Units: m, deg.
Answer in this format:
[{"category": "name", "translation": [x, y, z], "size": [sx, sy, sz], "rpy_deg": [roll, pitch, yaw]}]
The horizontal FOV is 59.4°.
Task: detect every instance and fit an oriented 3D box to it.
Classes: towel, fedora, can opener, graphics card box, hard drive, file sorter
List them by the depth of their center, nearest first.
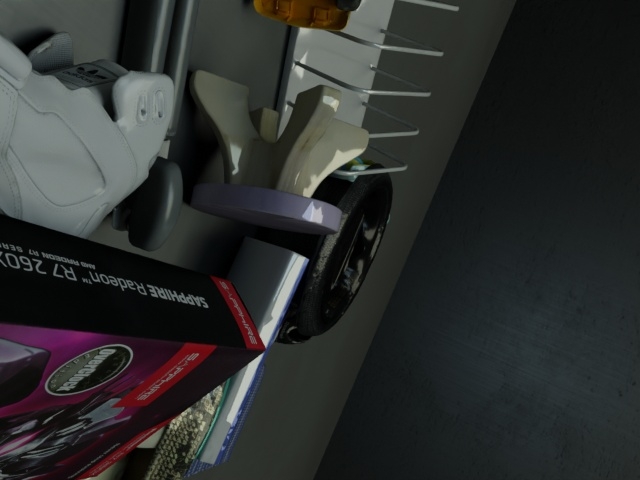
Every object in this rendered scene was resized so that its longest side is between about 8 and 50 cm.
[{"category": "graphics card box", "translation": [-0.227, 0.097, 0.398], "size": [0.233, 0.094, 0.371], "rpy_deg": [-37, 154, 11]}, {"category": "can opener", "translation": [-0.170, -0.131, 0.598], "size": [0.074, 0.093, 0.280], "rpy_deg": [-26, 131, -64]}, {"category": "file sorter", "translation": [0.068, -0.257, 0.888], "size": [0.193, 0.173, 0.277], "rpy_deg": [-11, 127, -40]}, {"category": "hard drive", "translation": [-0.138, 0.155, 0.889], "size": [0.210, 0.040, 0.318], "rpy_deg": [14, -101, 63]}, {"category": "fedora", "translation": [0.000, 0.000, 1.022], "size": [0.334, 0.153, 0.334], "rpy_deg": [-52, 156, -35]}, {"category": "towel", "translation": [-0.213, 0.356, 1.152], "size": [0.336, 0.040, 0.243], "rpy_deg": [55, 57, -72]}]

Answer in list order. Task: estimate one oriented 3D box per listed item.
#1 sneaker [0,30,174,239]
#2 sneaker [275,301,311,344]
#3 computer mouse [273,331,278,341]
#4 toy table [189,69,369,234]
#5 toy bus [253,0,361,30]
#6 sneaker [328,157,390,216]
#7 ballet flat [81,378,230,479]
[{"category": "sneaker", "translation": [-0.224, -0.112, 0.385], "size": [0.210, 0.138, 0.365], "rpy_deg": [-57, 165, -32]}, {"category": "sneaker", "translation": [-0.063, 0.185, 1.218], "size": [0.107, 0.124, 0.283], "rpy_deg": [-68, 163, 3]}, {"category": "computer mouse", "translation": [-0.107, 0.133, 0.949], "size": [0.106, 0.042, 0.193], "rpy_deg": [-58, -152, 9]}, {"category": "toy table", "translation": [-0.063, -0.103, 0.732], "size": [0.252, 0.274, 0.160], "rpy_deg": [15, 87, -39]}, {"category": "toy bus", "translation": [0.003, -0.408, 0.709], "size": [0.211, 0.150, 0.220], "rpy_deg": [-72, 174, -49]}, {"category": "sneaker", "translation": [0.015, -0.068, 1.188], "size": [0.319, 0.127, 0.208], "rpy_deg": [-39, 131, -35]}, {"category": "ballet flat", "translation": [-0.272, 0.306, 0.744], "size": [0.182, 0.164, 0.482], "rpy_deg": [28, 86, -52]}]
